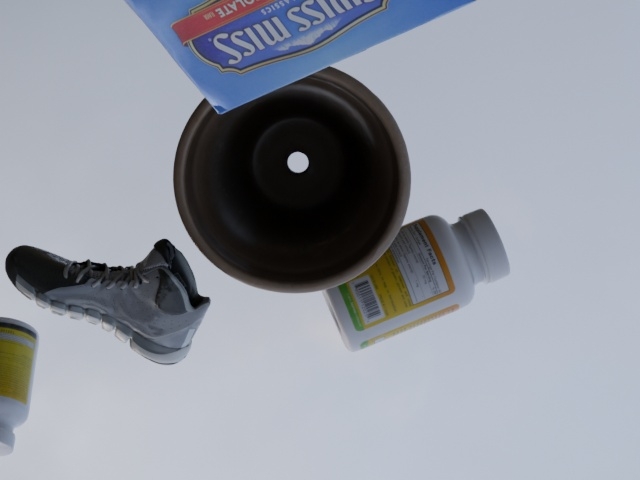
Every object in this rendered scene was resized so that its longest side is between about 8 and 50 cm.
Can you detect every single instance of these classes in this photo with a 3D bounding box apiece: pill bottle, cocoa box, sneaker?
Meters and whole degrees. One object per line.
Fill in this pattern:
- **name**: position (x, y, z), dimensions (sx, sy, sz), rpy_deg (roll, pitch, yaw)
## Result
- **pill bottle**: position (0.127, 0.047, 1.939), dimensions (0.245, 0.136, 0.136), rpy_deg (-22, -162, -3)
- **pill bottle**: position (-0.464, 0.210, 2.029), dimensions (0.103, 0.103, 0.184), rpy_deg (-26, -130, 41)
- **cocoa box**: position (-0.012, -0.307, 1.037), dimensions (0.231, 0.228, 0.347), rpy_deg (-20, -145, 30)
- **sneaker**: position (-0.223, 0.034, 1.563), dimensions (0.132, 0.228, 0.086), rpy_deg (-55, -166, 30)

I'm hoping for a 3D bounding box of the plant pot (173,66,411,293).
- **plant pot**: position (-0.028, -0.084, 1.661), dimensions (0.263, 0.263, 0.229), rpy_deg (-41, -175, 7)
